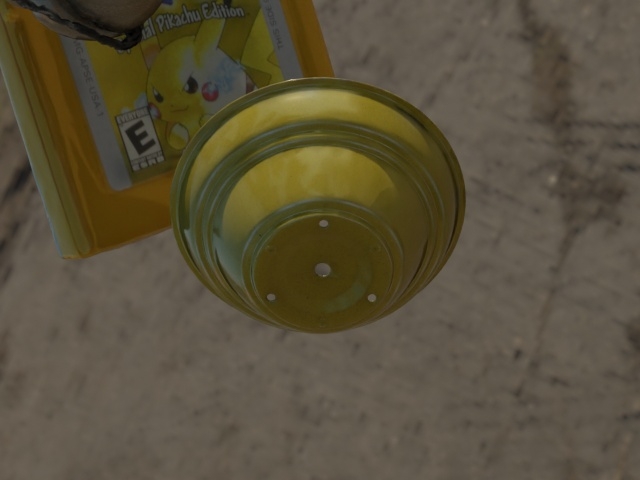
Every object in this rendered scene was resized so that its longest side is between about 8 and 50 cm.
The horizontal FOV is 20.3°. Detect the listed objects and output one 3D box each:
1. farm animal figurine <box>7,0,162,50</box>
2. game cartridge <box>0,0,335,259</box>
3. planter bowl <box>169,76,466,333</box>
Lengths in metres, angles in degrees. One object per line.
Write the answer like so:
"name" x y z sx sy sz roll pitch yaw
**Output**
"farm animal figurine" -0.118 -0.256 1.069 0.330 0.172 0.326 -9 62 43
"game cartridge" -0.126 -0.178 1.421 0.053 0.285 0.323 -4 105 54
"planter bowl" 0.000 0.000 1.276 0.217 0.217 0.090 -55 20 27
